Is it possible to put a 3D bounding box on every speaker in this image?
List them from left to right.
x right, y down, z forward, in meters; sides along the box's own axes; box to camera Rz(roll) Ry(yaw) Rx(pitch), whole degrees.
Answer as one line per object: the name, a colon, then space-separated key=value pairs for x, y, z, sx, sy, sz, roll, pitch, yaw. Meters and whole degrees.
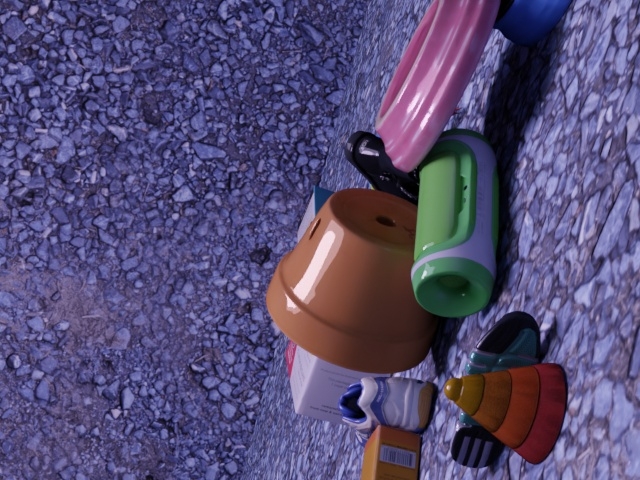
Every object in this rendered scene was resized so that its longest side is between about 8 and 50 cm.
speaker: x=0.206 y=-0.032 z=1.638 sx=0.131 sy=0.131 sz=0.296 roll=115 pitch=168 yaw=-48

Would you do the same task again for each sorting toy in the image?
sorting toy: x=0.176 y=0.297 z=1.202 sx=0.127 sy=0.126 sz=0.365 roll=126 pitch=159 yaw=-68

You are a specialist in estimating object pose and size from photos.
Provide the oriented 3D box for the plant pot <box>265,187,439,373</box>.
plant pot: x=0.076 y=0.048 z=1.767 sx=0.291 sy=0.291 sz=0.203 roll=-89 pitch=16 yaw=-61

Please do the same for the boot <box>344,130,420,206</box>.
boot: x=0.179 y=-0.104 z=1.982 sx=0.207 sy=0.246 sz=0.094 roll=28 pitch=83 yaw=48

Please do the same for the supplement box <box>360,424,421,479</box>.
supplement box: x=0.101 y=0.410 z=1.673 sx=0.078 sy=0.080 sz=0.233 roll=115 pitch=170 yaw=-53

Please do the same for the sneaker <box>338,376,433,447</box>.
sneaker: x=0.089 y=0.281 z=1.823 sx=0.296 sy=0.131 sz=0.112 roll=119 pitch=163 yaw=-63

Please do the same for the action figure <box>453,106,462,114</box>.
action figure: x=0.207 y=-0.184 z=2.121 sx=0.280 sy=0.139 sz=0.091 roll=66 pitch=-148 yaw=-66

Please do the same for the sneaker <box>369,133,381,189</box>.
sneaker: x=0.135 y=-0.144 z=2.287 sx=0.078 sy=0.067 sz=0.188 roll=-34 pitch=-52 yaw=-72

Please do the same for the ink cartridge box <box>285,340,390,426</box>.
ink cartridge box: x=0.068 y=0.129 z=2.116 sx=0.279 sy=0.160 sz=0.384 roll=-105 pitch=33 yaw=-70

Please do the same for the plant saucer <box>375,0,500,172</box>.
plant saucer: x=0.177 y=-0.273 z=1.727 sx=0.332 sy=0.084 sz=0.332 roll=-156 pitch=90 yaw=-85

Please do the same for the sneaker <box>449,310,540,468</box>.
sneaker: x=0.211 y=0.174 z=1.366 sx=0.098 sy=0.083 sz=0.223 roll=-80 pitch=8 yaw=-67

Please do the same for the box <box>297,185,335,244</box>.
box: x=0.000 y=0.000 z=2.045 sx=0.244 sy=0.060 sz=0.100 roll=-92 pitch=22 yaw=-59

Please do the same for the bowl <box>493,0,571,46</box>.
bowl: x=0.355 y=-0.504 z=1.705 sx=0.391 sy=0.077 sz=0.391 roll=-165 pitch=90 yaw=-82
